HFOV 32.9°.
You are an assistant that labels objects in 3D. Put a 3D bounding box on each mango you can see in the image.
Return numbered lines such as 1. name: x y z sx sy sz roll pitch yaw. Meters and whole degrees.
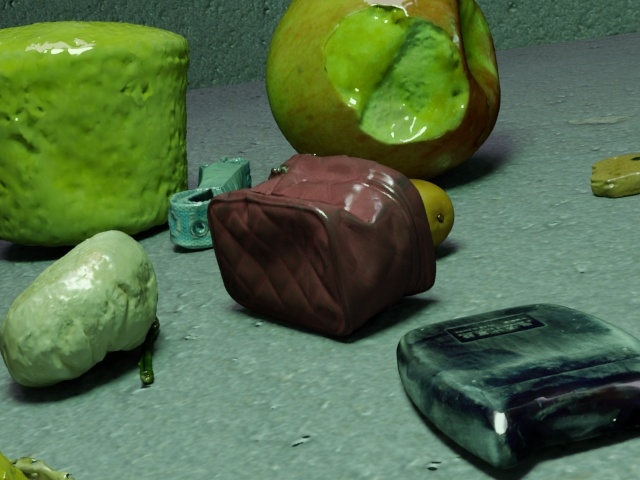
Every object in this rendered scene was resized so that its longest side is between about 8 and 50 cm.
1. mango: 0.063 -0.021 1.215 0.184 0.085 0.102 -6 14 35

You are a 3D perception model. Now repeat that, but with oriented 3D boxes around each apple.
1. apple: 0.085 -0.234 1.527 0.339 0.339 0.339 -10 15 3

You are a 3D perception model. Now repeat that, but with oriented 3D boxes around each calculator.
1. calculator: 0.153 0.096 0.820 0.177 0.040 0.268 -11 10 -9

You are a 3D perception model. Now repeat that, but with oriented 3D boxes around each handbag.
1. handbag: 0.000 0.000 1.062 0.135 0.146 0.225 -27 22 -32

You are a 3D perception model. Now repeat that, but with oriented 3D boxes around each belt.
1. belt: -0.152 -0.060 1.517 0.087 0.072 0.302 -7 15 5

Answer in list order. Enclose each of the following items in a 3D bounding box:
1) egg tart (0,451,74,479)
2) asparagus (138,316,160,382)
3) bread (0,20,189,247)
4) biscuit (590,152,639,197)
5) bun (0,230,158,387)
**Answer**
1. egg tart: -0.292 0.181 0.643 0.315 0.120 0.315 -9 14 2
2. asparagus: -0.165 0.103 1.042 0.016 0.016 0.163 -36 14 4
3. bread: -0.345 -0.158 1.559 0.348 0.308 0.348 -8 9 1
4. biscuit: 0.442 -0.092 1.310 0.225 0.036 0.166 -5 15 18
5. bun: -0.226 0.071 1.033 0.164 0.111 0.188 -34 13 5
